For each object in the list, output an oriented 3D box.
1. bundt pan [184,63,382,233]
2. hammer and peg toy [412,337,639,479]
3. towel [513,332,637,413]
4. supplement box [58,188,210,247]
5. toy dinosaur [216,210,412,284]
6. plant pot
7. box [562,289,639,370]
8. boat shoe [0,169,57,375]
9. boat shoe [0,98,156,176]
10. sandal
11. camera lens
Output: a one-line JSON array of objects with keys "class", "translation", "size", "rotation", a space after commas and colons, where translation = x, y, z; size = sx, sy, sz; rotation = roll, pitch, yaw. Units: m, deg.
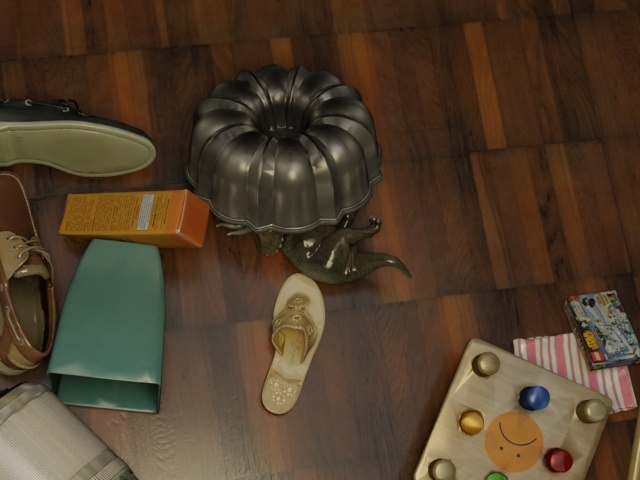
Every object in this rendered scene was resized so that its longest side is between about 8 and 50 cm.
[{"class": "bundt pan", "translation": [-0.059, -0.169, 1.802], "size": [0.330, 0.124, 0.331], "rotation": [0, 46, 0]}, {"class": "hammer and peg toy", "translation": [0.356, 0.333, 1.776], "size": [0.361, 0.127, 0.266], "rotation": [23, 79, 1]}, {"class": "towel", "translation": [0.426, 0.225, 1.882], "size": [0.197, 0.029, 0.144], "rotation": [-5, 74, -9]}, {"class": "supplement box", "translation": [-0.295, -0.033, 1.767], "size": [0.233, 0.078, 0.080], "rotation": [-2, 70, 26]}, {"class": "toy dinosaur", "translation": [0.000, 0.000, 1.856], "size": [0.313, 0.121, 0.160], "rotation": [33, 84, -3]}, {"class": "plant pot", "translation": [-0.316, 0.127, 1.738], "size": [0.165, 0.165, 0.234], "rotation": [7, 65, -6]}, {"class": "box", "translation": [0.475, 0.151, 1.886], "size": [0.094, 0.027, 0.137], "rotation": [-6, 53, -10]}, {"class": "boat shoe", "translation": [-0.465, 0.043, 1.740], "size": [0.123, 0.116, 0.324], "rotation": [-1, 78, -50]}, {"class": "boat shoe", "translation": [-0.440, -0.182, 1.828], "size": [0.340, 0.127, 0.113], "rotation": [0, 52, -6]}, {"class": "sandal", "translation": [-0.041, 0.161, 1.806], "size": [0.088, 0.079, 0.240], "rotation": [14, 73, -4]}, {"class": "camera lens", "translation": [-0.406, 0.358, 1.624], "size": [0.274, 0.219, 0.219], "rotation": [42, 73, 5]}]
